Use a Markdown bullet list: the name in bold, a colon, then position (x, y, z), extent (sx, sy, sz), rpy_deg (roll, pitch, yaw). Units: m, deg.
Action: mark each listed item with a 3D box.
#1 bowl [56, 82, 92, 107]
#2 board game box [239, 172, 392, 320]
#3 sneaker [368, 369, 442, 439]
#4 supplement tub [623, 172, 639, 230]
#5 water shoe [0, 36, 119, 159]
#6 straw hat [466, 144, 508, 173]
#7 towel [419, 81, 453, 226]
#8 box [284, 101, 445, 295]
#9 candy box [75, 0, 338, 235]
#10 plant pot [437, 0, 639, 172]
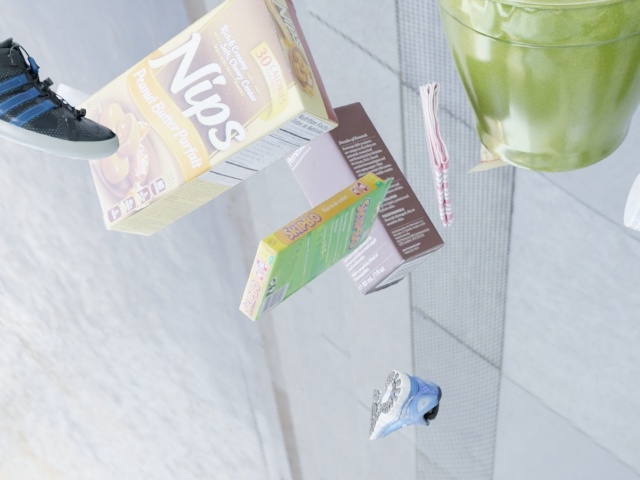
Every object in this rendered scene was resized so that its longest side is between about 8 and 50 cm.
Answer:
- **bowl**: position (-0.395, -0.211, 1.535), extent (0.142, 0.053, 0.142), rpy_deg (23, 170, 1)
- **board game box**: position (0.000, 0.000, 1.157), extent (0.039, 0.259, 0.124), rpy_deg (39, 133, 20)
- **sneaker**: position (0.206, 0.414, 2.117), extent (0.147, 0.130, 0.330), rpy_deg (12, 155, -7)
- **supplement tub**: position (0.416, -0.034, 1.014), extent (0.107, 0.071, 0.071), rpy_deg (15, 143, 5)
- **water shoe**: position (-0.262, -0.129, 0.745), extent (0.203, 0.080, 0.073), rpy_deg (17, -169, -26)
- **straw hat**: position (0.383, -0.192, 1.926), extent (0.144, 0.144, 0.061), rpy_deg (-9, 96, 52)
- **towel**: position (0.177, -0.123, 1.296), extent (0.029, 0.144, 0.197), rpy_deg (-9, 153, 7)
- **box**: position (0.090, -0.093, 1.941), extent (0.381, 0.143, 0.191), rpy_deg (61, 143, 14)
- **candy box**: position (-0.151, -0.155, 1.088), extent (0.316, 0.087, 0.183), rpy_deg (-28, 72, 26)
- **plant pot**: position (0.335, -0.297, 1.236), extent (0.366, 0.366, 0.353), rpy_deg (24, 149, 28)
